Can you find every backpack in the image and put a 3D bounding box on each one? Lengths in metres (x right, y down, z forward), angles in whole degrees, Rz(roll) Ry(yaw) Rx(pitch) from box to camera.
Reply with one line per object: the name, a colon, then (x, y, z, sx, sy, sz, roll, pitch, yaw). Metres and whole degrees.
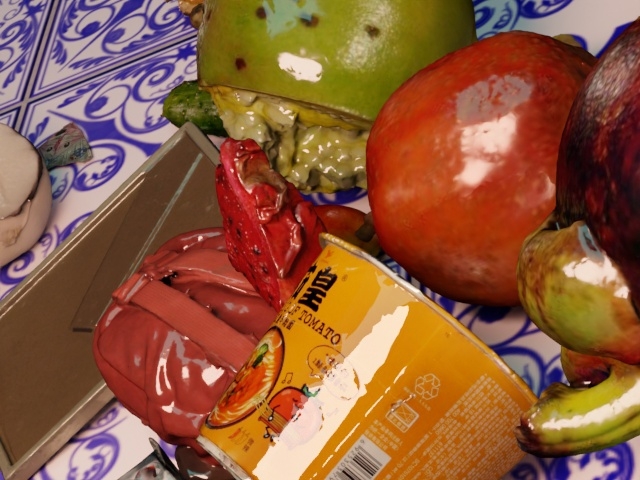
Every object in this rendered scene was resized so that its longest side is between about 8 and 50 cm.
backpack: (-0.073, 0.074, 1.376, 0.229, 0.139, 0.229, -11, 46, 12)

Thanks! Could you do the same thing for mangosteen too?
mangosteen: (0.268, 0.004, 1.059, 0.359, 0.306, 0.306, -47, 36, -10)

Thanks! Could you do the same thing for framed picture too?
framed picture: (-0.190, 0.048, 1.572, 0.324, 0.020, 0.240, -44, 34, 0)

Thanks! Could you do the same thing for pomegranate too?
pomegranate: (0.050, -0.154, 1.500, 0.341, 0.260, 0.260, 5, 42, 4)

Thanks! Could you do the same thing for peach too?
peach: (0.001, 0.000, 1.491, 0.098, 0.061, 0.098, -21, 42, 21)

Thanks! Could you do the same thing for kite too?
kite: (-0.295, -0.075, 1.874, 0.137, 0.005, 0.152, -10, 40, 34)

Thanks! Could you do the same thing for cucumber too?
cucumber: (-0.085, -0.132, 1.727, 0.227, 0.069, 0.069, 4, 48, 46)

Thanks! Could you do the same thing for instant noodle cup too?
instant noodle cup: (0.030, 0.125, 1.198, 0.172, 0.216, 0.216, -49, 36, -8)

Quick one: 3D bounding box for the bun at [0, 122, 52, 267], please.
bun: (-0.356, -0.033, 1.766, 0.173, 0.120, 0.172, 2, 49, -2)

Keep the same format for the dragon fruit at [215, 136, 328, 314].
dragon fruit: (-0.040, -0.006, 1.270, 0.097, 0.131, 0.063, 6, 37, 21)

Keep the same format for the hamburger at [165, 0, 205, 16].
hamburger: (-0.108, -0.332, 1.972, 0.176, 0.087, 0.102, -33, 35, 4)

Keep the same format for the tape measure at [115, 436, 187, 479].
tape measure: (-0.154, 0.280, 1.189, 0.256, 0.147, 0.275, -37, 33, -5)

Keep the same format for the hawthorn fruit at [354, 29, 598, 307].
hawthorn fruit: (0.124, -0.044, 1.338, 0.253, 0.205, 0.205, -27, 33, 27)
